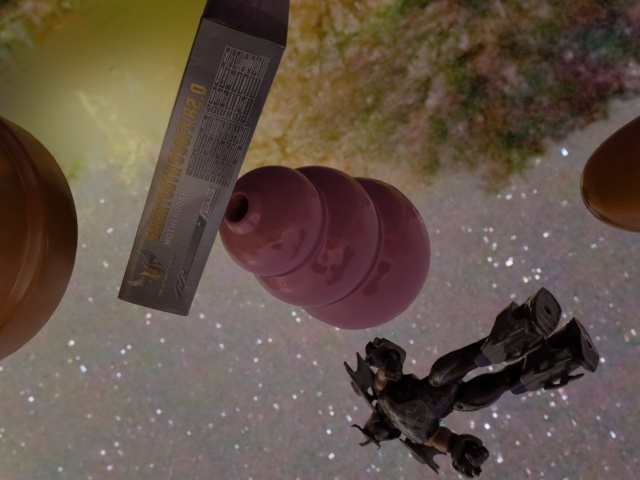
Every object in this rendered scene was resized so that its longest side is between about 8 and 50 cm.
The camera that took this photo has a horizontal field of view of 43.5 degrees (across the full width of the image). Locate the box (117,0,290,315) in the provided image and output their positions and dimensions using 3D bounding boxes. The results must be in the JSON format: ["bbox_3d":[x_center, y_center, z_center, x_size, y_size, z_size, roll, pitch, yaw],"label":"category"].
[{"bbox_3d":[-0.086,-0.087,0.604,0.183,0.056,0.231,-90,-160,-55],"label":"box"}]

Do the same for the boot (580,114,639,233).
[{"bbox_3d":[0.214,-0.080,0.408,0.295,0.211,0.104,-13,-111,50],"label":"boot"}]

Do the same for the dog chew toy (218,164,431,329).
[{"bbox_3d":[0.000,0.000,1.011,0.207,0.332,0.206,-9,-107,33],"label":"dog chew toy"}]

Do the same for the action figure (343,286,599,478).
[{"bbox_3d":[0.138,0.154,0.841,0.285,0.185,0.099,-37,-162,30],"label":"action figure"}]

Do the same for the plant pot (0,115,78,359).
[{"bbox_3d":[-0.292,-0.011,0.522,0.205,0.205,0.188,-34,172,0],"label":"plant pot"}]
